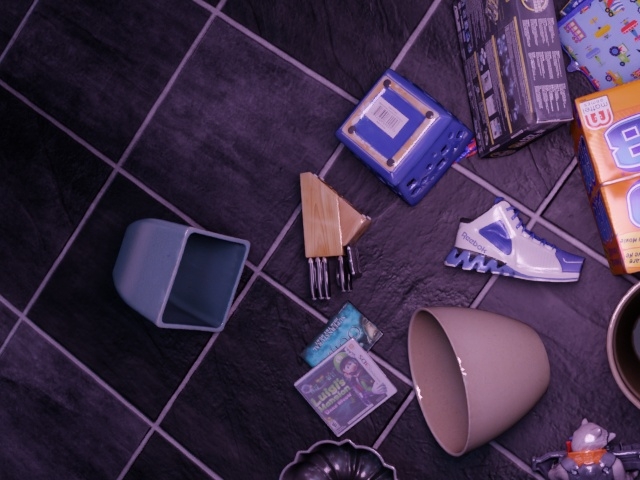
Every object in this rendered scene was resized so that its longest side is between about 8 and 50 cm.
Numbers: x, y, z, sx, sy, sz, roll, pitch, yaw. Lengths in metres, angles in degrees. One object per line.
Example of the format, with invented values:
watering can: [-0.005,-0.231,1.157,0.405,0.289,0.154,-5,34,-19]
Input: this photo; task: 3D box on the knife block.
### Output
knife block: [0.000,0.000,2.006,0.276,0.088,0.242,41,97,13]

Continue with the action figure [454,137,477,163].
action figure: [0.352,-0.218,1.956,0.115,0.030,0.038,-31,74,9]

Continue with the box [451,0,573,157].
box: [0.416,-0.410,1.801,0.097,0.318,0.394,-7,83,-11]

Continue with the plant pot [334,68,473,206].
plant pot: [0.187,-0.251,1.894,0.236,0.212,0.236,43,99,21]

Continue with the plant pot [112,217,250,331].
plant pot: [-0.375,0.070,2.033,0.252,0.248,0.247,18,92,33]

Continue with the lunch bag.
lunch bag: [0.664,-0.456,1.784,0.221,0.138,0.293,49,135,-3]

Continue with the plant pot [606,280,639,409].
plant pot: [0.758,0.211,1.688,0.323,0.280,0.322,-1,87,16]

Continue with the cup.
cup: [0.365,0.290,1.799,0.237,0.331,0.330,-10,83,-13]

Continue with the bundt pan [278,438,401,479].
bundt pan: [0.062,0.631,1.932,0.331,0.124,0.330,-1,86,16]

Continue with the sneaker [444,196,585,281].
sneaker: [0.452,-0.005,1.864,0.316,0.127,0.182,8,91,17]

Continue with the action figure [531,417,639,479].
action figure: [0.649,0.545,1.756,0.342,0.178,0.330,-19,91,15]

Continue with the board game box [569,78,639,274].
board game box: [0.746,-0.145,1.673,0.357,0.356,0.356,-16,82,14]

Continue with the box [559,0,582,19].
box: [0.635,-0.572,1.886,0.059,0.054,0.169,42,97,13]

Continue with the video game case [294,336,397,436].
video game case: [0.061,0.359,1.979,0.190,0.022,0.173,-40,92,8]

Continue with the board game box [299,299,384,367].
board game box: [0.053,0.258,2.008,0.126,0.026,0.186,42,98,14]
